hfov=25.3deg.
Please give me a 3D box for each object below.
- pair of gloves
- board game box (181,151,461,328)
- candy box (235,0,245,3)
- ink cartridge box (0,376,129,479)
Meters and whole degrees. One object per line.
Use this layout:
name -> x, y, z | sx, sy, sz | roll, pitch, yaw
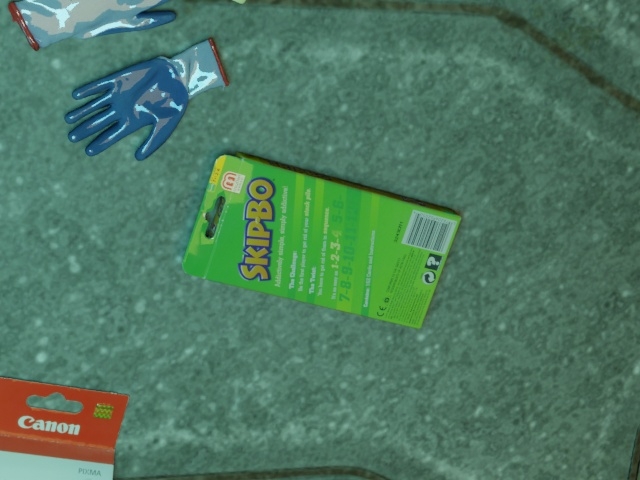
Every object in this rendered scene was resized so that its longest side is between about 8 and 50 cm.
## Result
pair of gloves -> -0.175, -0.170, 1.277 | 0.159, 0.023, 0.198 | -26, 114, -5
board game box -> 0.000, 0.000, 1.386 | 0.259, 0.039, 0.124 | 14, 104, -24
candy box -> -0.074, -0.359, 1.137 | 0.183, 0.087, 0.316 | 18, 128, -23
ink cartridge box -> -0.269, 0.228, 1.379 | 0.145, 0.045, 0.179 | 11, 108, -21
